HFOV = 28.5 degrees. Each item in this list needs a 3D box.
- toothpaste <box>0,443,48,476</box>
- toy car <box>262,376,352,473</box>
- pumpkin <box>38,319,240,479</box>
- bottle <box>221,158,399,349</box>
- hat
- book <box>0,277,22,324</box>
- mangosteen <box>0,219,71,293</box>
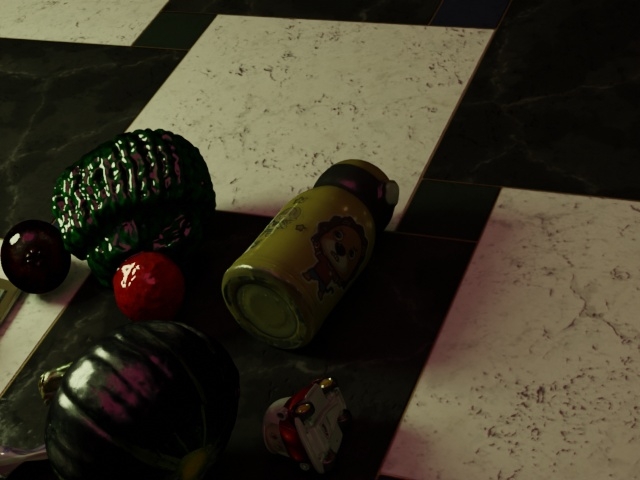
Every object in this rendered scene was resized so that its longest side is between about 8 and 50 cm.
[{"bbox_3d":[-0.368,0.304,1.886,0.301,0.048,0.075,-13,29,-3],"label":"toothpaste"},{"bbox_3d":[-0.028,0.262,1.810,0.112,0.112,0.139,-9,27,29],"label":"toy car"},{"bbox_3d":[-0.259,0.230,1.740,0.296,0.296,0.296,-8,40,6],"label":"pumpkin"},{"bbox_3d":[0.000,0.000,2.046,0.171,0.171,0.351,14,47,29],"label":"bottle"},{"bbox_3d":[-0.293,-0.002,2.130,0.274,0.242,0.332,-27,62,14],"label":"hat"},{"bbox_3d":[-0.697,0.111,2.154,0.310,0.021,0.217,15,45,7],"label":"book"},{"bbox_3d":[-0.496,0.026,2.194,0.140,0.140,0.140,-8,40,6],"label":"mangosteen"}]
